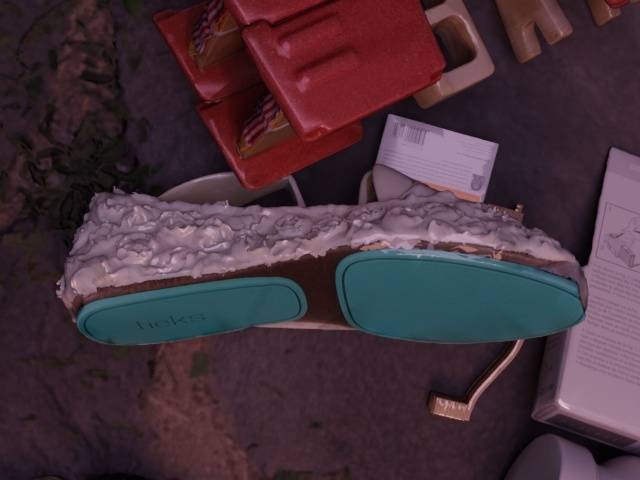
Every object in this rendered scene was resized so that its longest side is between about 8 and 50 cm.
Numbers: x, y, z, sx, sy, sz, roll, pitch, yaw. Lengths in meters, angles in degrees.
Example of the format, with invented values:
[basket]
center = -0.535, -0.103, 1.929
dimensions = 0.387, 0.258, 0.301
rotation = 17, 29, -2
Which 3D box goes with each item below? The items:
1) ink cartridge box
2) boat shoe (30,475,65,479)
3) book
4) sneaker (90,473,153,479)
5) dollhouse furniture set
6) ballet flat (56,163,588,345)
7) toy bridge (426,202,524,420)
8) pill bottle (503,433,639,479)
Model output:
[ink cartridge box]
center = 0.334, 0.077, 0.950
dimensions = 0.275, 0.060, 0.239
rotation = 20, 66, -6
[boat shoe]
center = -0.280, 0.241, 0.899
dimensions = 0.170, 0.059, 0.063
rotation = -26, 94, -4
[book]
center = 0.082, -0.023, 0.935
dimensions = 0.096, 0.035, 0.144
rotation = 16, 91, -2
[sneaker]
center = -0.114, 0.252, 0.912
dimensions = 0.190, 0.071, 0.083
rotation = 22, 96, -5
[dollhouse furniture set]
center = 0.084, -0.189, 0.807
dimensions = 0.374, 0.201, 0.152
rotation = -27, 90, -18
[ballet flat]
center = 0.000, 0.000, 0.867
dimensions = 0.408, 0.147, 0.147
rotation = -1, 93, 2
[toy bridge]
center = 0.144, 0.060, 0.946
dimensions = 0.063, 0.026, 0.188
rotation = 15, 91, -8
[pill bottle]
center = 0.276, 0.266, 0.904
dimensions = 0.264, 0.153, 0.153
rotation = 26, 90, -5
